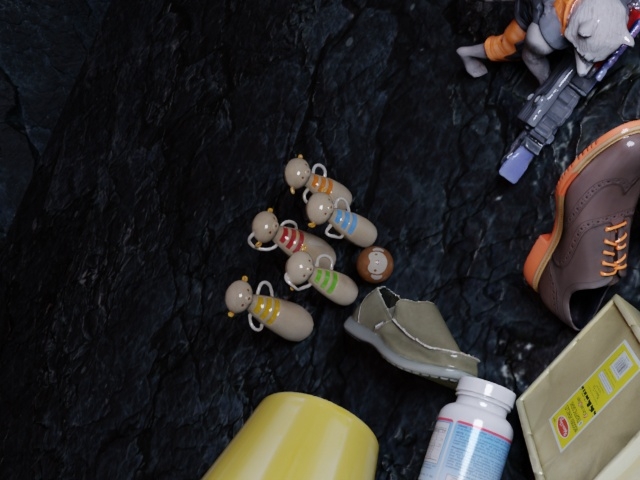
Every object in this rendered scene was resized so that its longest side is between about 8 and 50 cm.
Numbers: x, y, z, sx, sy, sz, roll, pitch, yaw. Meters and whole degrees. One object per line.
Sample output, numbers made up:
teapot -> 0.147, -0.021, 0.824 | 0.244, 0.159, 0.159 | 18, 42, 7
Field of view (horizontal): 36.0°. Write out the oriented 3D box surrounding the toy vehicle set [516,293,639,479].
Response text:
toy vehicle set -> 0.270, 0.162, 0.951 | 0.166, 0.035, 0.267 | -51, 6, 15

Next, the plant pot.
plant pot -> -0.044, 0.324, 1.184 | 0.254, 0.254, 0.239 | -17, 38, 46

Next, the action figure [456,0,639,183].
action figure -> 0.270, -0.260, 1.262 | 0.341, 0.178, 0.330 | -57, 24, 2

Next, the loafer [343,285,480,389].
loafer -> 0.116, 0.115, 1.245 | 0.251, 0.094, 0.087 | 25, 90, 56

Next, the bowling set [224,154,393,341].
bowling set -> 0.000, 0.000, 1.428 | 0.200, 0.154, 0.287 | -9, 59, 50

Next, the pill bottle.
pill bottle -> 0.163, 0.238, 1.098 | 0.087, 0.087, 0.160 | 2, 67, 53

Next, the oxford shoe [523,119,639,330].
oxford shoe -> 0.299, -0.011, 1.032 | 0.271, 0.097, 0.098 | 98, 152, -50
